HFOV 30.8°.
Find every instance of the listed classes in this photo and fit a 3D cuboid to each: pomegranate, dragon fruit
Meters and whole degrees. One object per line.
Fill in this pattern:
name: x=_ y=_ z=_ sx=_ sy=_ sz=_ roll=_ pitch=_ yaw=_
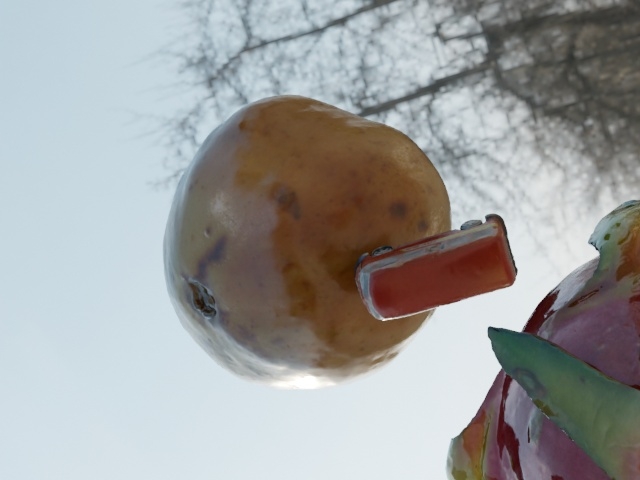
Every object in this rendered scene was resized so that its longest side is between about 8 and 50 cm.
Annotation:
pomegranate: x=0.000 y=0.000 z=1.491 sx=0.410 sy=0.410 sz=0.410 roll=46 pitch=-143 yaw=-50
dragon fruit: x=0.225 y=0.106 z=0.768 sx=0.291 sy=0.189 sz=0.290 roll=-19 pitch=-58 yaw=-33

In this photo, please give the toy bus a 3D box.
toy bus: x=0.122 y=0.035 z=1.242 sx=0.077 sy=0.174 sz=0.079 roll=-77 pitch=-30 yaw=-76
